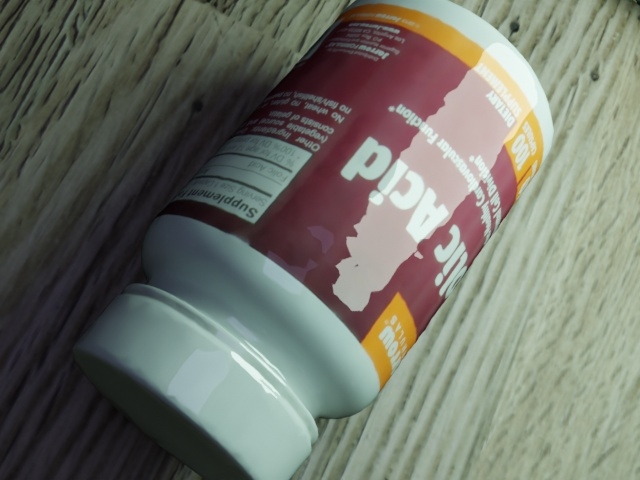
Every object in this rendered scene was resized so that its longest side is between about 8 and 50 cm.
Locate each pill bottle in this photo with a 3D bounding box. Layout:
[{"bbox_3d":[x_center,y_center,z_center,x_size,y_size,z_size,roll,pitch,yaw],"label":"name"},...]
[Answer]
[{"bbox_3d":[0.000,0.000,0.806,0.224,0.224,0.392,38,68,2],"label":"pill bottle"}]

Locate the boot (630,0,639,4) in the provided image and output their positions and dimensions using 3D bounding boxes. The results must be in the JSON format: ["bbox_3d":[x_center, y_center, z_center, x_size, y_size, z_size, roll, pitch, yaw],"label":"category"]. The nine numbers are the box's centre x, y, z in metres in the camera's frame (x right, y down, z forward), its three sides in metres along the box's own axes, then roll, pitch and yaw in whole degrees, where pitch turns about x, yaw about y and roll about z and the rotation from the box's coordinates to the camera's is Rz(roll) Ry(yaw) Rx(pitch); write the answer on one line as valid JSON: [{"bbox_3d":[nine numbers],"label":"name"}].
[{"bbox_3d":[0.316,-0.271,1.046,0.179,0.085,0.236,-4,66,-11],"label":"boot"}]
